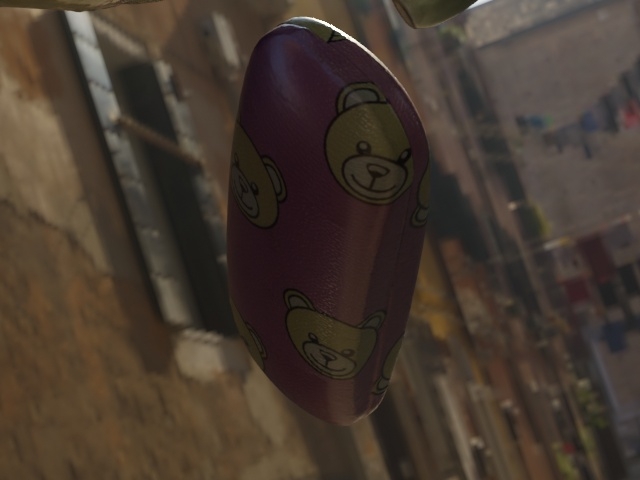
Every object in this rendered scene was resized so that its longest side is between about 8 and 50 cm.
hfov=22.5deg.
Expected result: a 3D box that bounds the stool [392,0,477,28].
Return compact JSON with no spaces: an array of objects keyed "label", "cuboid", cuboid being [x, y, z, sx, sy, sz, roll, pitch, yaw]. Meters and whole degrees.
[{"label":"stool","cuboid":[0.087,-0.245,0.851,0.198,0.195,0.195,-34,-7,-1]}]

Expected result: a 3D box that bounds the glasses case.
[{"label":"glasses case","cuboid":[0.000,0.000,0.956,0.076,0.123,0.316,-34,-27,-27]}]

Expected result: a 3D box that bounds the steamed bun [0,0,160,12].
[{"label":"steamed bun","cuboid":[-0.162,-0.318,1.064,0.247,0.352,0.339,4,-60,-58]}]
